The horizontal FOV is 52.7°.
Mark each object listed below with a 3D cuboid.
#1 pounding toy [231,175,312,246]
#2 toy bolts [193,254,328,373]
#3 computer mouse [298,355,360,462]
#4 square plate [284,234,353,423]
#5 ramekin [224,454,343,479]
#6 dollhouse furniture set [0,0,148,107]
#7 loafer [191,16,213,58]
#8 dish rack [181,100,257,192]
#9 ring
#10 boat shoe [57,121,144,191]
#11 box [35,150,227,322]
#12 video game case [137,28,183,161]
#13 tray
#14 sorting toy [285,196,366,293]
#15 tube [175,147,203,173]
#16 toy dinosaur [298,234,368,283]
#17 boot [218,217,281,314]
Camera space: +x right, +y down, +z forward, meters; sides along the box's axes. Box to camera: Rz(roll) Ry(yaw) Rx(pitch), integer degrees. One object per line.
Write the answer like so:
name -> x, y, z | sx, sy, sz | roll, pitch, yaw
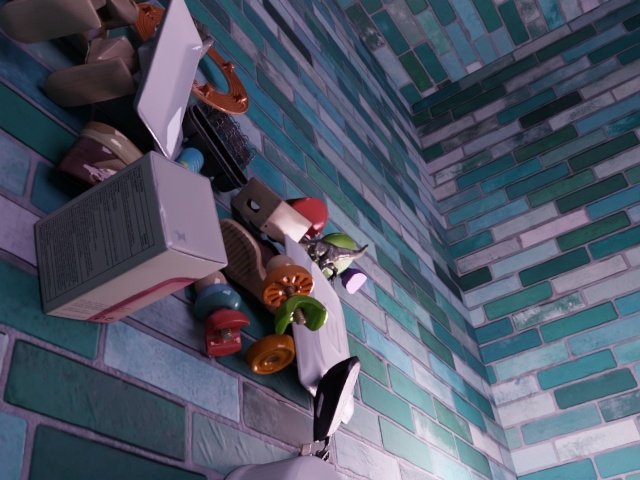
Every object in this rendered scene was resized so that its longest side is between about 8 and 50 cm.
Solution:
pounding toy -> -0.110, -0.056, 1.523 | 0.181, 0.094, 0.206 | 40, 2, 40
toy bolts -> -0.137, 0.133, 1.225 | 0.229, 0.218, 0.158 | 1, 45, -31
computer mouse -> -0.005, 0.345, 1.245 | 0.184, 0.060, 0.261 | -12, 121, -68
square plate -> 0.007, 0.204, 1.465 | 0.344, 0.049, 0.347 | 57, 21, -55
ramekin -> -0.040, 0.486, 1.045 | 0.277, 0.135, 0.277 | 49, 26, -34
dollhouse furniture set -> -0.479, -0.469, 1.059 | 0.394, 0.257, 0.362 | 72, 9, -51
loafer -> -0.283, -0.414, 1.336 | 0.087, 0.094, 0.251 | 33, 15, -25
dish rack -> -0.225, -0.240, 1.493 | 0.208, 0.074, 0.271 | 58, 22, -19
ring -> -0.289, -0.427, 1.499 | 0.337, 0.032, 0.336 | 41, 23, -22
boat shoe -> -0.298, -0.039, 1.086 | 0.342, 0.123, 0.123 | 55, 52, -41
box -> -0.268, 0.004, 0.908 | 0.127, 0.232, 0.148 | 25, 45, -57
video game case -> -0.298, -0.270, 1.228 | 0.206, 0.026, 0.226 | -99, -175, -63
tray -> -0.265, -0.288, 1.118 | 0.145, 0.030, 0.270 | 73, 22, -62
sorting toy -> 0.000, 0.000, 1.760 | 0.365, 0.127, 0.126 | 51, -5, -37
tube -> -0.266, -0.131, 1.247 | 0.207, 0.052, 0.080 | -93, -170, -69
toy dinosaur -> 0.017, 0.052, 1.675 | 0.268, 0.064, 0.118 | 9, 97, -37
boot -> -0.142, 0.036, 1.411 | 0.248, 0.090, 0.207 | 57, 11, -16
